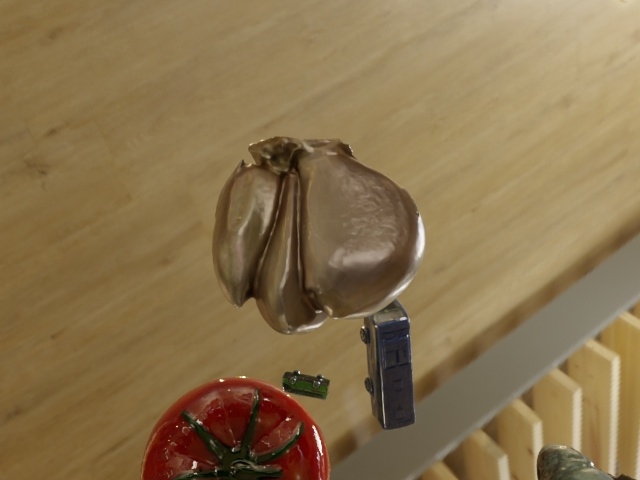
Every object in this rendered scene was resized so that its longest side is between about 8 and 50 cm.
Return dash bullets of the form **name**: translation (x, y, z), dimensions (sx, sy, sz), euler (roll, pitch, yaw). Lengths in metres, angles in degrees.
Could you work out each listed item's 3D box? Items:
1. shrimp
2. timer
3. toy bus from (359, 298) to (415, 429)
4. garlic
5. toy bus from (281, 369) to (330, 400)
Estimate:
- **shrimp**: translation (0.217, 0.228, 0.586), dimensions (0.090, 0.233, 0.079), euler (-45, -63, 9)
- **timer**: translation (-0.170, 0.467, 1.659), dimensions (0.378, 0.378, 0.279), euler (-33, -13, -19)
- **toy bus**: translation (0.128, 0.223, 1.485), dimensions (0.079, 0.094, 0.236), euler (-14, -66, -19)
- **garlic**: translation (-0.001, -0.001, 1.092), dimensions (0.279, 0.325, 0.132), euler (-3, -34, -2)
- **toy bus**: translation (-0.026, 0.254, 1.452), dimensions (0.031, 0.083, 0.037), euler (-58, -26, -65)
